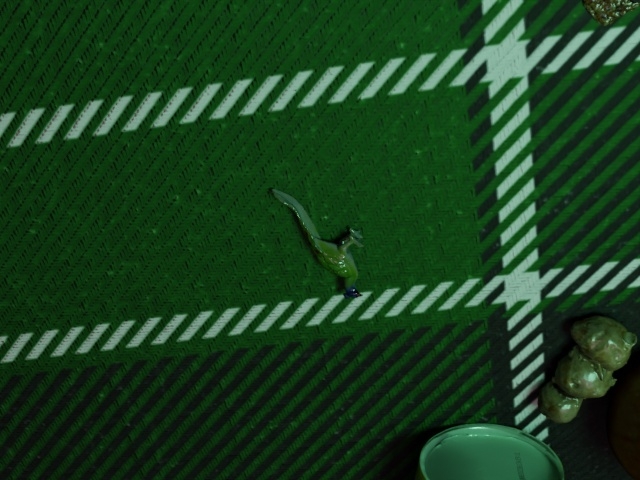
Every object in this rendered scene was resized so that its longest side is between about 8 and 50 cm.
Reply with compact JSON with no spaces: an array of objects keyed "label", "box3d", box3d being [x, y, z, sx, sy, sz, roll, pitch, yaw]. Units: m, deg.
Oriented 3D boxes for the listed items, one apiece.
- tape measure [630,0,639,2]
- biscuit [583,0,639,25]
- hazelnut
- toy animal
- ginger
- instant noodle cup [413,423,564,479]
[{"label":"tape measure","box3d":[0.425,-0.343,1.374,0.125,0.074,0.118,-4,125,0]},{"label":"biscuit","box3d":[0.419,-0.372,1.416,0.231,0.025,0.131,-32,119,20]},{"label":"hazelnut","box3d":[0.558,0.273,1.753,0.217,0.217,0.251,28,100,-18]},{"label":"toy animal","box3d":[0.015,-0.006,1.667,0.075,0.041,0.217,-25,117,19]},{"label":"ginger","box3d":[0.413,0.205,1.789,0.104,0.080,0.204,24,121,1]},{"label":"instant noodle cup","box3d":[0.265,0.455,1.852,0.311,0.311,0.221,1,115,0]}]
